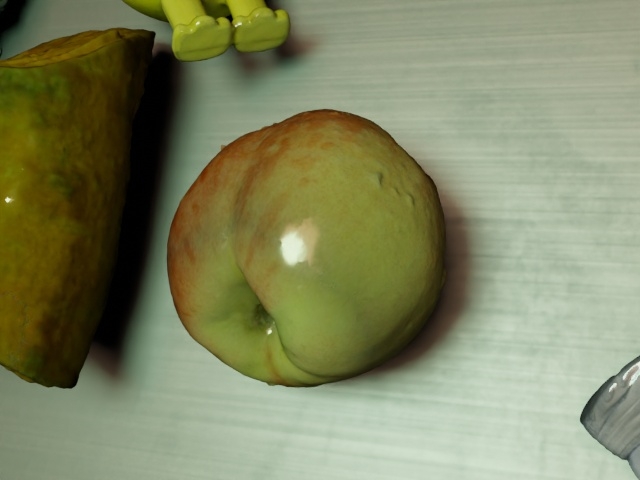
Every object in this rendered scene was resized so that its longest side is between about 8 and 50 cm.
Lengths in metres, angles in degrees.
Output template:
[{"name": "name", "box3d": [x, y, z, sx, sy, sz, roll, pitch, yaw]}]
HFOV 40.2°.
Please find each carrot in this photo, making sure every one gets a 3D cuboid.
[{"name": "carrot", "box3d": [-0.283, -0.056, 0.757, 0.241, 0.241, 0.341, 4, 80, 21]}]

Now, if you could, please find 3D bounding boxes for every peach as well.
[{"name": "peach", "box3d": [0.000, 0.000, 0.678, 0.232, 0.232, 0.233, -5, 76, 19]}]

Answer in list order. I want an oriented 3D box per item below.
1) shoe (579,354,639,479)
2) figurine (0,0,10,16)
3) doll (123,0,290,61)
[{"name": "shoe", "box3d": [0.309, 0.097, 0.585, 0.245, 0.095, 0.138, -39, 71, 12]}, {"name": "figurine", "box3d": [-0.383, -0.250, 0.900, 0.192, 0.147, 0.126, -42, 81, 20]}, {"name": "doll", "box3d": [-0.134, -0.307, 0.830, 0.199, 0.145, 0.363, -11, 58, -23]}]
